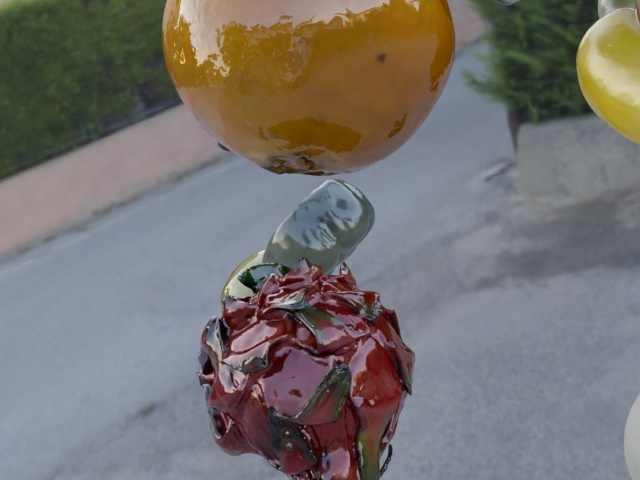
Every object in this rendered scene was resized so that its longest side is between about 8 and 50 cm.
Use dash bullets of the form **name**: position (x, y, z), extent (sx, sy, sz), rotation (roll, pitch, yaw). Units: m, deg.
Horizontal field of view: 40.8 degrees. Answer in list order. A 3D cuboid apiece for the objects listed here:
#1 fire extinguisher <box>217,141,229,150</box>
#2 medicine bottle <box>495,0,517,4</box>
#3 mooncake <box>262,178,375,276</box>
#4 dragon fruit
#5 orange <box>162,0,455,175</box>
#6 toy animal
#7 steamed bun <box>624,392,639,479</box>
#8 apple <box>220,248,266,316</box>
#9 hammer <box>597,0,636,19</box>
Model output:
- **fire extinguisher**: position (-0.191, -0.269, 1.831), extent (0.050, 0.177, 0.062), rotation (33, 54, 17)
- **medicine bottle**: position (0.320, -0.411, 1.097), extent (0.258, 0.143, 0.143), rotation (-22, 10, 48)
- **mooncake**: position (0.000, 0.000, 1.783), extent (0.275, 0.135, 0.275), rotation (-46, -8, -9)
- **dragon fruit**: position (-0.013, 0.163, 0.881), extent (0.233, 0.293, 0.234), rotation (-6, -20, -2)
- **orange**: position (-0.014, -0.216, 0.915), extent (0.312, 0.312, 0.312), rotation (-16, 19, 6)
- **toy animal**: position (0.510, -0.251, 1.149), extent (0.246, 0.345, 0.277), rotation (14, -6, -29)
- **steamed bun**: position (0.631, 0.316, 1.370), extent (0.309, 0.309, 0.309), rotation (-16, 19, 6)
- **apple**: position (-0.108, 0.153, 2.063), extent (0.262, 0.262, 0.262), rotation (-16, 19, 6)
- **hammer**: position (0.579, -0.396, 1.328), extent (0.305, 0.113, 0.202), rotation (-32, -23, 13)
